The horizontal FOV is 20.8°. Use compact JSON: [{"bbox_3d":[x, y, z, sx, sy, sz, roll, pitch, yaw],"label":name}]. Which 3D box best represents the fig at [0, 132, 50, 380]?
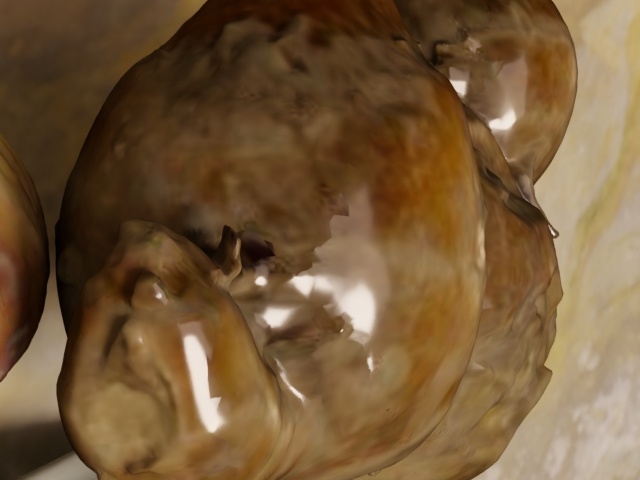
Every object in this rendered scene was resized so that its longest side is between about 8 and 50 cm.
[{"bbox_3d":[-0.195,-0.035,0.579,0.159,0.159,0.257,-39,102,-34],"label":"fig"}]

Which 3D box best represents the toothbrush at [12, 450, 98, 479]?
[{"bbox_3d":[-0.153,0.111,0.607,0.386,0.040,0.040,-14,106,-67],"label":"toothbrush"}]

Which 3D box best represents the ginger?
[{"bbox_3d":[0.000,0.000,0.680,0.375,0.176,0.256,-19,120,-70],"label":"ginger"}]
